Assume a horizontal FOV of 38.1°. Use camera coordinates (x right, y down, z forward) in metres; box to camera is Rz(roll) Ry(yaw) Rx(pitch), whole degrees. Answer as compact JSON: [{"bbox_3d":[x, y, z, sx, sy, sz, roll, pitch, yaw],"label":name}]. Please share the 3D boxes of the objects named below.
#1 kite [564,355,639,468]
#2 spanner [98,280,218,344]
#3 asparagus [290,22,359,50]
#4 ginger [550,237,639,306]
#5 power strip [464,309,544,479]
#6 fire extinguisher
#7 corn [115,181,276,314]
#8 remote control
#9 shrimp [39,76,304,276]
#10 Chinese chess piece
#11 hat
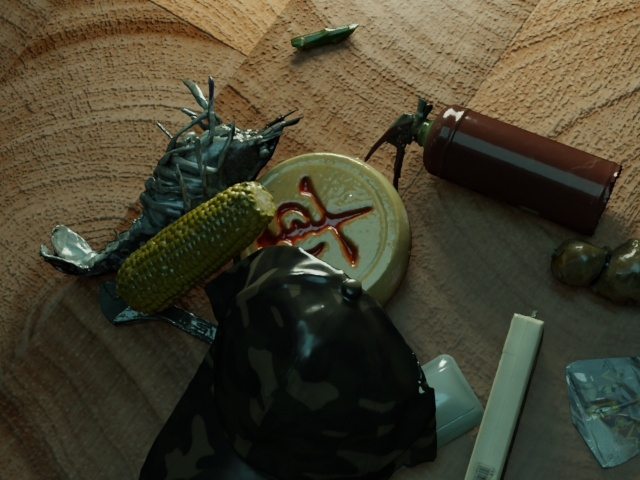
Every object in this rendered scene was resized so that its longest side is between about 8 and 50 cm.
[{"bbox_3d":[0.438,0.191,1.174,0.245,0.015,0.141,-19,71,7],"label":"kite"},{"bbox_3d":[-0.173,0.124,1.296,0.325,0.026,0.093,23,78,15],"label":"spanner"},{"bbox_3d":[0.009,-0.311,1.414,0.108,0.021,0.025,-14,74,4],"label":"asparagus"},{"bbox_3d":[0.400,0.046,1.196,0.204,0.080,0.104,21,92,13],"label":"ginger"},{"bbox_3d":[0.214,0.254,1.142,0.043,0.106,0.367,15,75,16],"label":"power strip"},{"bbox_3d":[0.225,-0.094,1.269,0.337,0.106,0.147,23,98,17],"label":"fire extinguisher"},{"bbox_3d":[-0.168,0.011,1.222,0.260,0.091,0.091,-36,61,26],"label":"corn"},{"bbox_3d":[0.065,0.258,1.196,0.293,0.051,0.103,-31,74,1],"label":"remote control"},{"bbox_3d":[-0.209,-0.076,1.296,0.166,0.221,0.410,41,106,-14],"label":"shrimp"},{"bbox_3d":[0.000,0.000,1.270,0.250,0.097,0.251,-3,71,8],"label":"Chinese chess piece"},{"bbox_3d":[-0.069,0.232,1.108,0.366,0.257,0.382,31,69,17],"label":"hat"}]
